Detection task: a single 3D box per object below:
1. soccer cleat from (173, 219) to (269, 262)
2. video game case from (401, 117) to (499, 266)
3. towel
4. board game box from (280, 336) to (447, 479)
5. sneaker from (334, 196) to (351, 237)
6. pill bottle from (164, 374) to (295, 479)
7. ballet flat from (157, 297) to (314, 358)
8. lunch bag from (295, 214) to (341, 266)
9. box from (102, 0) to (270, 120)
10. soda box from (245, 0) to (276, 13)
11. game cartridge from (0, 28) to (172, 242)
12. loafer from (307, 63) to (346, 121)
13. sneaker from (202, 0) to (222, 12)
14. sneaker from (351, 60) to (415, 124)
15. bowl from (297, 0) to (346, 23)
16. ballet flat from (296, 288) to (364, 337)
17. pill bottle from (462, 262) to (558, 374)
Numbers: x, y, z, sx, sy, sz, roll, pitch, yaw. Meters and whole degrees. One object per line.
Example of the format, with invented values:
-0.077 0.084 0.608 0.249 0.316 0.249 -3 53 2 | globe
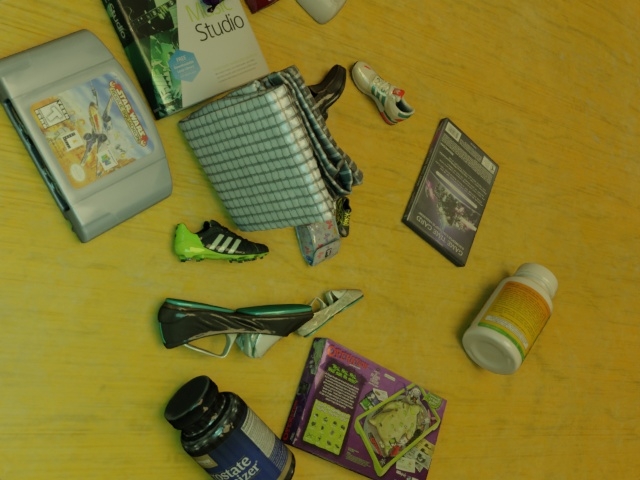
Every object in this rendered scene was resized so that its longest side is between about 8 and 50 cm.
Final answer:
-0.167 0.002 1.338 0.179 0.060 0.072 3 82 -34 | soccer cleat
0.294 -0.107 1.723 0.196 0.026 0.274 36 65 -29 | video game case
-0.082 -0.146 1.277 0.121 0.283 0.235 -37 108 -35 | towel
0.095 0.348 1.507 0.347 0.056 0.208 32 71 -31 | board game box
0.044 -0.047 1.517 0.031 0.035 0.083 -11 91 -37 | sneaker
-0.150 0.328 1.273 0.219 0.123 0.123 51 58 -21 | pill bottle
-0.144 0.151 1.325 0.280 0.095 0.096 5 92 -27 | ballet flat
0.000 0.000 1.469 0.071 0.053 0.083 -22 107 -36 | lunch bag
-0.244 -0.394 1.324 0.232 0.058 0.322 -32 102 -36 | box
-0.139 -0.556 1.406 0.092 0.083 0.263 -42 110 -33 | soda box
-0.360 -0.170 1.214 0.198 0.062 0.297 -34 105 -31 | game cartridge
-0.003 -0.280 1.495 0.061 0.062 0.170 37 63 -23 | loafer
-0.216 -0.489 1.273 0.224 0.083 0.098 50 63 -23 | sneaker
0.134 -0.310 1.591 0.161 0.075 0.057 49 59 -23 | sneaker
0.006 -0.519 1.533 0.142 0.053 0.142 43 60 -26 | bowl
0.016 0.122 1.467 0.168 0.057 0.052 -33 95 -36 | ballet flat
0.431 0.166 1.725 0.246 0.136 0.136 -48 113 -31 | pill bottle
